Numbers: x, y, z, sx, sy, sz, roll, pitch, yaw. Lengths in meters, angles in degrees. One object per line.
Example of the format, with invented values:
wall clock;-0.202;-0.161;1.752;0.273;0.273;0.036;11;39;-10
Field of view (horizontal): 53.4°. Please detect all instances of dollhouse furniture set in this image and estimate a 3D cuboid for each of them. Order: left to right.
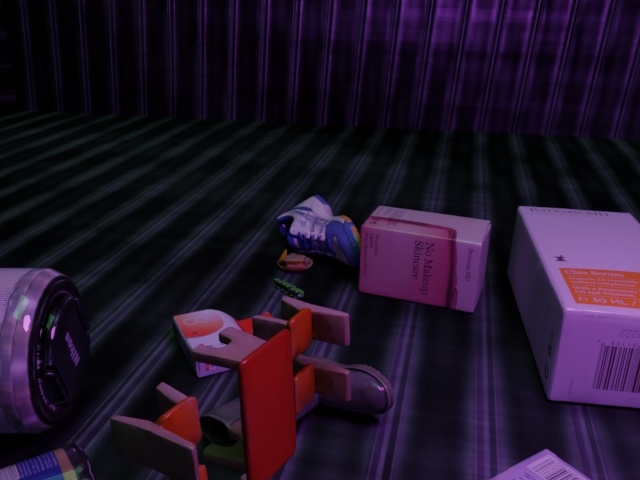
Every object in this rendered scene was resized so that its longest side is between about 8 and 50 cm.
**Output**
dollhouse furniture set;-0.050;0.218;0.646;0.135;0.259;0.262;11;25;30

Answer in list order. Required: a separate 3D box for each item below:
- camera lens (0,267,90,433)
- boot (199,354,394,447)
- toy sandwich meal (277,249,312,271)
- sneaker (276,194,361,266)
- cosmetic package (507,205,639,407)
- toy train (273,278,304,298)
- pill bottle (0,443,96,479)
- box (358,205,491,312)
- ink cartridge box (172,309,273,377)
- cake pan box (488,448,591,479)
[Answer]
camera lens;-0.470;0.146;0.855;0.274;0.219;0.219;0;22;-2
boot;-0.030;0.229;0.863;0.189;0.076;0.208;2;11;41
toy sandwich meal;-0.056;0.042;1.371;0.085;0.029;0.085;1;23;0
sneaker;0.000;0.000;1.415;0.131;0.112;0.296;-25;28;-14
cosmetic package;0.478;0.091;1.104;0.230;0.161;0.453;4;22;6
toy train;-0.063;0.094;1.263;0.023;0.017;0.083;-5;21;-40
pill bottle;-0.333;0.296;0.625;0.219;0.123;0.123;-15;27;-32
box;0.203;0.033;1.249;0.232;0.149;0.127;9;24;20
ink cartridge box;-0.143;0.158;1.072;0.179;0.045;0.145;-13;27;-24
cake pan box;0.235;0.337;0.623;0.245;0.070;0.267;-12;26;-33
